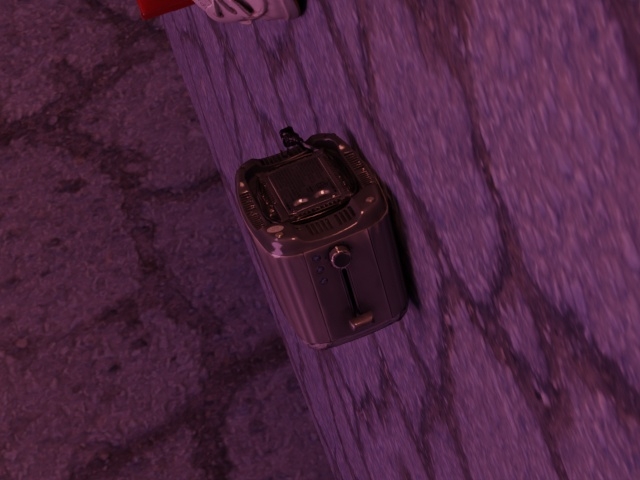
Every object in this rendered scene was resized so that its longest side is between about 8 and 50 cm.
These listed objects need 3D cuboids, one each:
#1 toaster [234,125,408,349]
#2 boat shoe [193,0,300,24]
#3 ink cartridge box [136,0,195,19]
[{"bbox_3d":[0.000,0.000,1.626,0.227,0.129,0.146,-123,13,-58],"label":"toaster"},{"bbox_3d":[-0.086,-0.260,1.734,0.277,0.096,0.098,-147,39,-79],"label":"boat shoe"},{"bbox_3d":[-0.168,-0.354,1.972,0.078,0.134,0.231,-118,11,-50],"label":"ink cartridge box"}]
